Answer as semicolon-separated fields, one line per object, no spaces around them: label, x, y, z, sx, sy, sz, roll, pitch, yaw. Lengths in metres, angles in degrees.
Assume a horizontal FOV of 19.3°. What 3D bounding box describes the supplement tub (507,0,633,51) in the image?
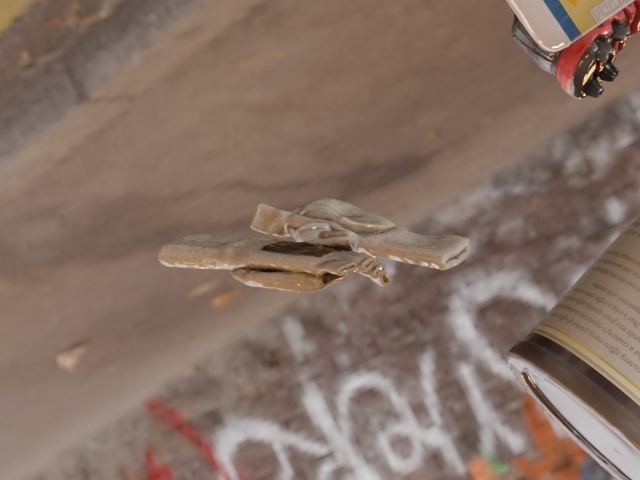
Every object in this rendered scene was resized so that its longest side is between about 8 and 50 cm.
supplement tub;0.217;-0.253;1.439;0.199;0.144;0.144;-35;167;10

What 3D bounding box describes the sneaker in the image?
sneaker;0.295;-0.263;1.960;0.276;0.135;0.098;-45;156;-33

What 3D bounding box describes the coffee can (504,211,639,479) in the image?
coffee can;0.292;0.046;1.290;0.275;0.201;0.201;-47;170;-5

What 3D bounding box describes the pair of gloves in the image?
pair of gloves;0.000;0.000;1.681;0.204;0.042;0.240;12;-165;32
